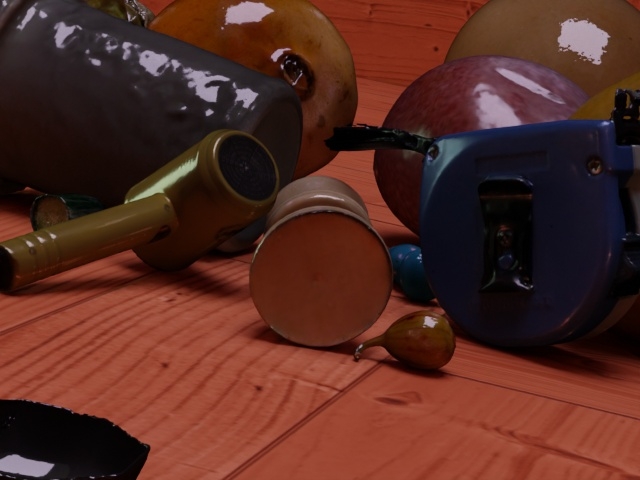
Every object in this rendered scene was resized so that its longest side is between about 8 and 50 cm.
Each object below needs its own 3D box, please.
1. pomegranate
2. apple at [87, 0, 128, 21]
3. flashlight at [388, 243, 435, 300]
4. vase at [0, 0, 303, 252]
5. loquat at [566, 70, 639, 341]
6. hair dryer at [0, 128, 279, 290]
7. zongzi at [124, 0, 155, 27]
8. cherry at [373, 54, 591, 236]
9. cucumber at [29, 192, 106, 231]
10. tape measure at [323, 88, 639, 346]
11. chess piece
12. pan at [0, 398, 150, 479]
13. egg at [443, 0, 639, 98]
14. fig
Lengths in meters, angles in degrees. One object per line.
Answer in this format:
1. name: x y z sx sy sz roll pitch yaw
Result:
1. pomegranate: -0.082 -0.166 2.178 0.264 0.264 0.264 10 10 -2
2. apple: -0.345 -0.212 2.217 0.226 0.246 0.246 -7 17 -26
3. flashlight: 0.086 0.026 1.866 0.051 0.051 0.129 7 7 -16
4. vase: -0.179 -0.119 1.921 0.291 0.245 0.245 19 13 21
5. loquat: 0.332 -0.024 1.806 0.275 0.275 0.275 10 10 -2
6. hair dryer: -0.165 -0.014 1.665 0.135 0.090 0.278 -30 -6 42
7. zongzi: -0.223 -0.208 2.413 0.094 0.205 0.204 28 14 28
8. cherry: 0.188 -0.077 2.070 0.261 0.221 0.307 7 29 -4
9. cucumber: -0.232 -0.021 1.823 0.048 0.048 0.105 14 6 19
10. tape measure: 0.133 -0.012 1.740 0.351 0.215 0.098 -4 -1 39
11. chess piece: 0.000 0.000 1.753 0.117 0.117 0.397 10 9 -2
12. pan: -0.201 0.119 1.080 0.202 0.048 0.128 13 10 10
13. egg: 0.300 -0.172 2.438 0.301 0.301 0.374 9 21 -5
14. fig: 0.067 0.083 1.561 0.083 0.050 0.050 -8 10 2
